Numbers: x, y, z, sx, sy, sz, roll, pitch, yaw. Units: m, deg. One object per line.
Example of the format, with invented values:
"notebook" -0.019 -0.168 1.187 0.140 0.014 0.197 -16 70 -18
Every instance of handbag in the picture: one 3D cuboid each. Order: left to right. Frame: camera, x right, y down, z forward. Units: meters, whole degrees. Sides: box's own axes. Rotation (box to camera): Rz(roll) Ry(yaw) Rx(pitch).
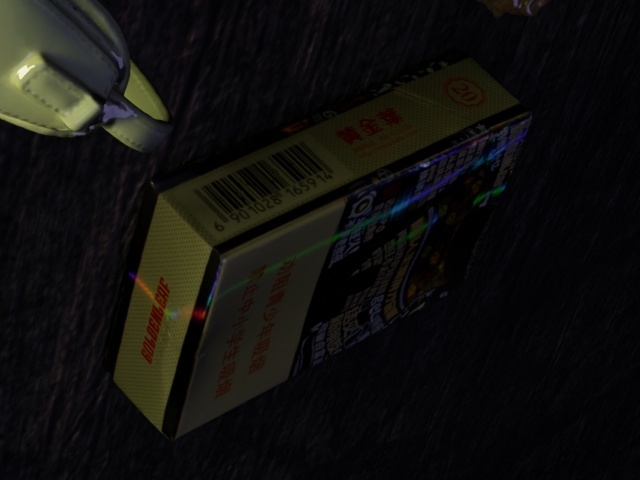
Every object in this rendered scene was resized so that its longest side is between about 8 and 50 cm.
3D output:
"handbag" -0.159 -0.131 0.767 0.079 0.256 0.219 -48 148 8

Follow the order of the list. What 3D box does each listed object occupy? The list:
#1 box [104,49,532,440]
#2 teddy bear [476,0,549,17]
"box" 0.000 0.000 1.405 0.310 0.084 0.198 -25 148 -36
"teddy bear" 0.185 -0.279 1.223 0.246 0.222 0.296 92 4 -48
